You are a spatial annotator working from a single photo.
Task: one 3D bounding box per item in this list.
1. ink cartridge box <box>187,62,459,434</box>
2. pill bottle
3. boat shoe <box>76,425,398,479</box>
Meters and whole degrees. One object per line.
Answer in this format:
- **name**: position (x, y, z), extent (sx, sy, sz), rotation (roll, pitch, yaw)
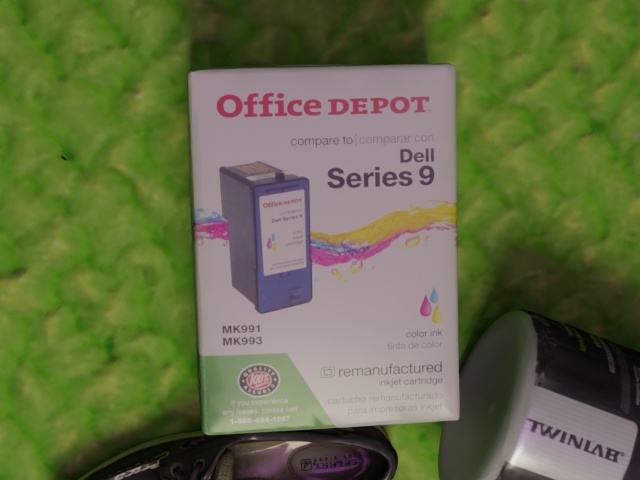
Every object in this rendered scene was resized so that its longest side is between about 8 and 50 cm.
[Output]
- **ink cartridge box**: position (0.000, 0.000, 0.660), extent (0.154, 0.093, 0.212), rotation (-1, 97, -6)
- **pill bottle**: position (0.209, 0.142, 0.685), extent (0.245, 0.130, 0.130), rotation (21, 95, -9)
- **boat shoe**: position (-0.059, 0.153, 0.678), extent (0.223, 0.073, 0.080), rotation (-12, 81, -8)
